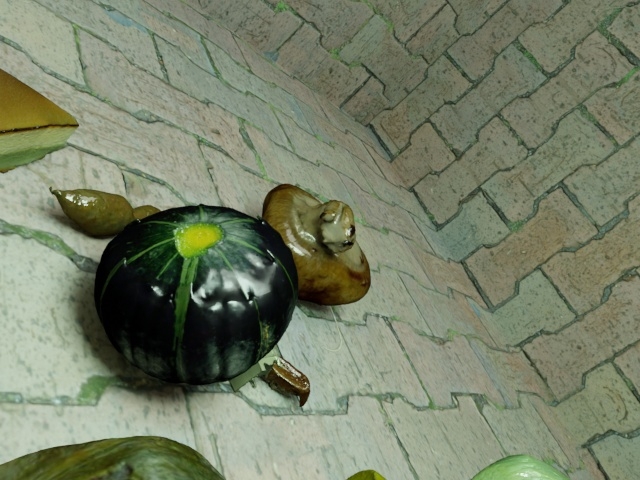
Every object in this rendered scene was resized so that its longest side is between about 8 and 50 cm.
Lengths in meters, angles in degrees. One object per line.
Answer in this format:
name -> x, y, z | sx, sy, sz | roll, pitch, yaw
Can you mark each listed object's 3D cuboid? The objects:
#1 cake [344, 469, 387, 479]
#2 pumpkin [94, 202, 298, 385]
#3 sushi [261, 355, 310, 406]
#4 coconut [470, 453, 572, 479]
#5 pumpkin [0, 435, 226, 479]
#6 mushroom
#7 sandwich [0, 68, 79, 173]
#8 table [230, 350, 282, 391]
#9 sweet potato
cake -> 0.063, 0.439, 0.790 | 0.156, 0.179, 0.260 | 46, 21, -9
pumpkin -> -0.181, 0.090, 0.870 | 0.296, 0.296, 0.296 | 40, 22, -20
sushi -> -0.070, 0.246, 1.049 | 0.120, 0.055, 0.052 | 35, 33, -5
coconut -> 0.405, 0.578, 1.083 | 0.328, 0.281, 0.328 | 34, 31, -25
pumpkin -> -0.151, 0.313, 0.465 | 0.256, 0.303, 0.225 | -10, 44, -22
mushroom -> 0.000, 0.000, 1.324 | 0.345, 0.259, 0.345 | 41, 23, -21
sandwich -> -0.512, -0.203, 0.876 | 0.186, 0.108, 0.220 | 49, 23, 0
table -> -0.121, 0.200, 0.987 | 0.062, 0.079, 0.083 | 7, 47, -58
sweet potato -> -0.348, -0.042, 0.980 | 0.075, 0.074, 0.269 | 54, 12, 14
